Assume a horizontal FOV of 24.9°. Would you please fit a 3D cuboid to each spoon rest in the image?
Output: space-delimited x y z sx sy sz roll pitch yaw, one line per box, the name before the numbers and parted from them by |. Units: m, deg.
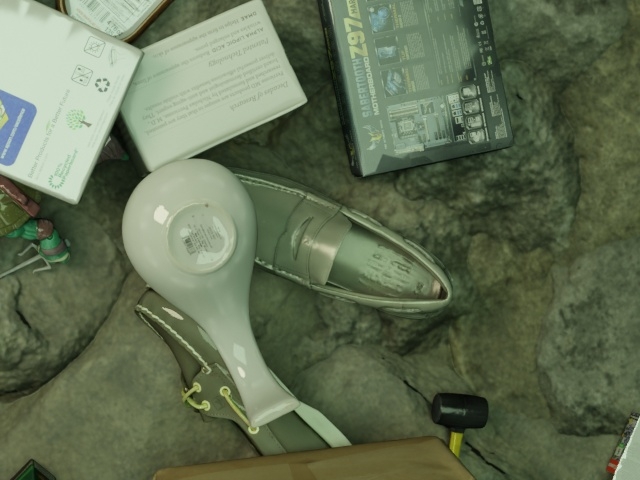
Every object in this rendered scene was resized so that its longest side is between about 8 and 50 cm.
spoon rest | -0.105 0.051 1.465 0.137 0.084 0.276 -24 102 -12

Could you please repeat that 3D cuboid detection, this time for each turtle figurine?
turtle figurine | -0.324 -0.045 1.529 0.175 0.118 0.234 44 79 -8

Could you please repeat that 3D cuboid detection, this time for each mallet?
mallet | 0.140 0.265 1.658 0.062 0.039 0.190 15 91 -12

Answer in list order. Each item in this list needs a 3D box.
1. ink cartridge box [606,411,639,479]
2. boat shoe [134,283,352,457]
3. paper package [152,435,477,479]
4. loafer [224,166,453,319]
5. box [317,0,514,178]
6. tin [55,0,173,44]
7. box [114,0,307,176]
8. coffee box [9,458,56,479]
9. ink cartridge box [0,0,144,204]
ink cartridge box | 0.373 0.266 1.704 0.063 0.029 0.115 26 87 -10
boat shoe | -0.093 0.166 1.574 0.305 0.109 0.091 44 78 -12
paper package | -0.004 0.385 1.520 0.324 0.168 0.309 -5 112 -12
loafer | 0.000 0.000 1.589 0.319 0.111 0.112 20 86 -10
box | 0.105 -0.200 1.635 0.183 0.059 0.233 -13 93 -11
tin | -0.207 -0.289 1.589 0.106 0.040 0.190 43 83 -12
box | -0.129 -0.155 1.529 0.182 0.181 0.119 -25 95 -9
coffee box | -0.320 0.287 1.493 0.040 0.184 0.113 45 83 -9
ink cartridge box | -0.350 -0.171 1.364 0.332 0.065 0.165 25 85 -12
